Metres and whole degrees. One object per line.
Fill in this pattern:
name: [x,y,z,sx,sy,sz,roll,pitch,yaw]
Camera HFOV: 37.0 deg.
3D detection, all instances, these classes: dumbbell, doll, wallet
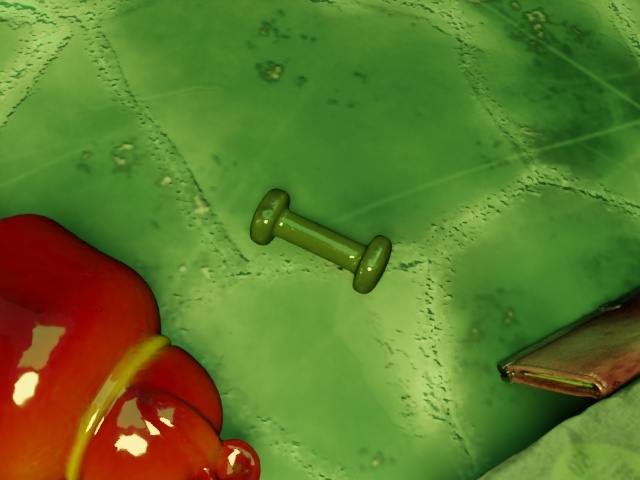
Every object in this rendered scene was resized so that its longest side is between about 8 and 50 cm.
dumbbell: [0.000,0.000,0.793,0.118,0.046,0.052,24,61,8]
doll: [-0.200,0.075,0.636,0.363,0.160,0.182,27,54,9]
wallet: [0.265,0.064,0.758,0.232,0.119,0.025,-23,100,-24]

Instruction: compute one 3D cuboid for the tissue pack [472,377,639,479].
tissue pack: [0.273,0.283,0.595,0.288,0.124,0.394,-23,62,-23]
